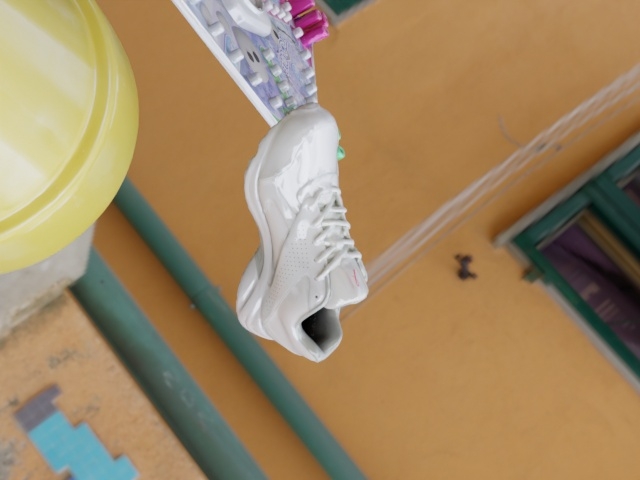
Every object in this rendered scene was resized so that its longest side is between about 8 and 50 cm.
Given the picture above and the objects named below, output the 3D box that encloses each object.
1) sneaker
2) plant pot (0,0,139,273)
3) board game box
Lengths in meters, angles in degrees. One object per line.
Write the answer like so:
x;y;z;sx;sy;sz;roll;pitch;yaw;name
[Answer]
0.000;0.000;0.822;0.090;0.115;0.232;-26;134;-38;sneaker
-0.272;-0.117;0.663;0.254;0.254;0.239;-39;169;-5;plant pot
-0.094;-0.322;1.242;0.050;0.389;0.390;-27;126;17;board game box
